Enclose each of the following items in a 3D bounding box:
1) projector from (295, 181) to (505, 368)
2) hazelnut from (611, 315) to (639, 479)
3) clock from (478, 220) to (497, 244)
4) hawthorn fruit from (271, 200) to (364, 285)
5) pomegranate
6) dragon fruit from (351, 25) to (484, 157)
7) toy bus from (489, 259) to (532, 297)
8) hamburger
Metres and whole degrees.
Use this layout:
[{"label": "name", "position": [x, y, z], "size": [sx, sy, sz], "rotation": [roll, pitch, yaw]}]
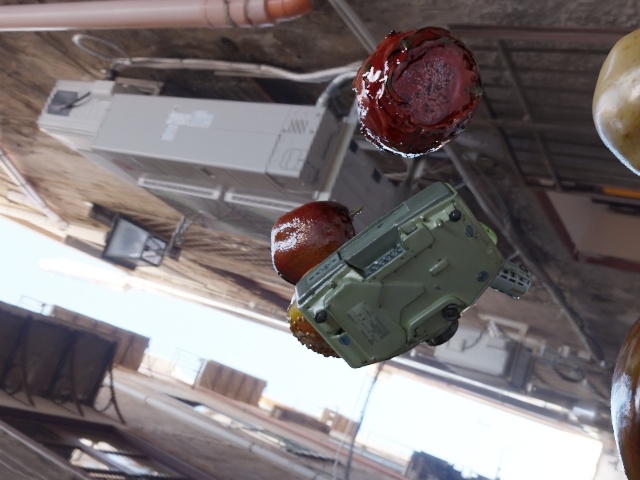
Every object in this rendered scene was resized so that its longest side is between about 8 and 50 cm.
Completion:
[{"label": "projector", "position": [0.120, 0.067, 0.979], "size": [0.270, 0.088, 0.193], "rotation": [-37, -68, 8]}, {"label": "hazelnut", "position": [0.581, 0.236, 0.846], "size": [0.429, 0.402, 0.402], "rotation": [44, -117, -27]}, {"label": "clock", "position": [0.338, 0.056, 1.917], "size": [0.308, 0.235, 0.096], "rotation": [-62, 3, -28]}, {"label": "hawthorn fruit", "position": [0.000, 0.000, 1.573], "size": [0.189, 0.251, 0.189], "rotation": [42, -152, -28]}, {"label": "pomegranate", "position": [0.832, -0.316, 1.631], "size": [0.412, 0.412, 0.411], "rotation": [-22, -62, -49]}, {"label": "dragon fruit", "position": [0.216, -0.336, 1.598], "size": [0.296, 0.302, 0.295], "rotation": [2, -94, -32]}, {"label": "toy bus", "position": [0.531, 0.102, 2.050], "size": [0.087, 0.194, 0.089], "rotation": [-58, 12, 39]}, {"label": "hamburger", "position": [0.054, 0.116, 1.174], "size": [0.237, 0.237, 0.147], "rotation": [44, -156, -50]}]
